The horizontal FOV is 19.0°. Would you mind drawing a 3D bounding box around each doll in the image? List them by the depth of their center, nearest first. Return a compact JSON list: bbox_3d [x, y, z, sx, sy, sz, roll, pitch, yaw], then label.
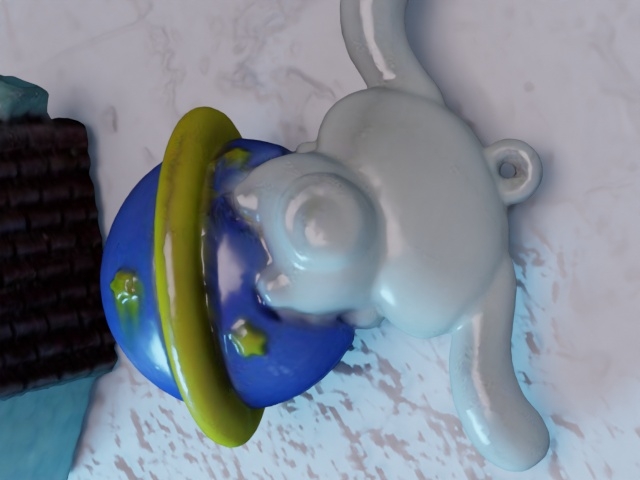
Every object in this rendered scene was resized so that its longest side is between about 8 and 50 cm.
[{"bbox_3d":[-0.009,-0.028,1.064,0.242,0.159,0.311,-3,84,28],"label":"doll"}]

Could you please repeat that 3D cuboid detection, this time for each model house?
[{"bbox_3d":[-0.276,0.017,1.129,0.230,0.280,0.249,20,103,25],"label":"model house"}]
